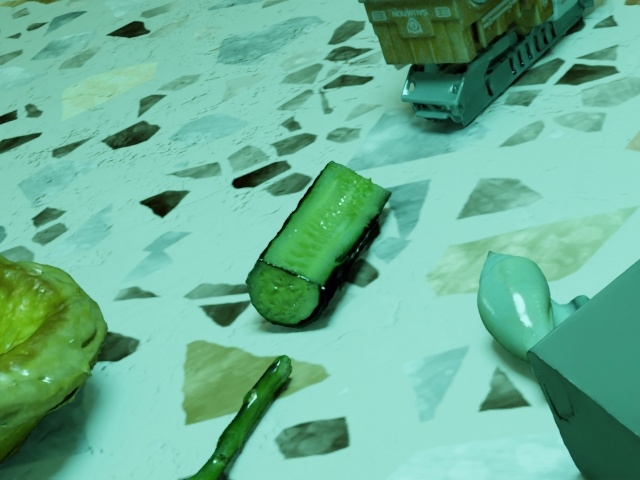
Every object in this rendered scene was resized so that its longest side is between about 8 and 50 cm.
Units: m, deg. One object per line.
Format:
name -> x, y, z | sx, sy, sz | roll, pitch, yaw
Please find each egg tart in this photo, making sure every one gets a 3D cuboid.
egg tart -> -0.345, 0.118, 1.148 | 0.341, 0.129, 0.341 | -1, 26, 1

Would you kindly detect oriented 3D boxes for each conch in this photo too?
conch -> 0.166, 0.057, 1.086 | 0.065, 0.088, 0.180 | -56, 27, 23

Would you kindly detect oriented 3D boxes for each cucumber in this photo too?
cucumber -> 0.001, 0.003, 1.275 | 0.078, 0.062, 0.211 | 26, 33, 6

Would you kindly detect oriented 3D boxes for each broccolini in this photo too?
broccolini -> -0.080, 0.164, 1.039 | 0.071, 0.057, 0.254 | 32, 44, -1

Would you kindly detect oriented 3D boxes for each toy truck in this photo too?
toy truck -> 0.197, -0.274, 1.520 | 0.133, 0.184, 0.338 | 4, 33, 39

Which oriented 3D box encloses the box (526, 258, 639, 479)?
box -> 0.245, 0.112, 0.845 | 0.135, 0.163, 0.243 | -33, 32, -9
